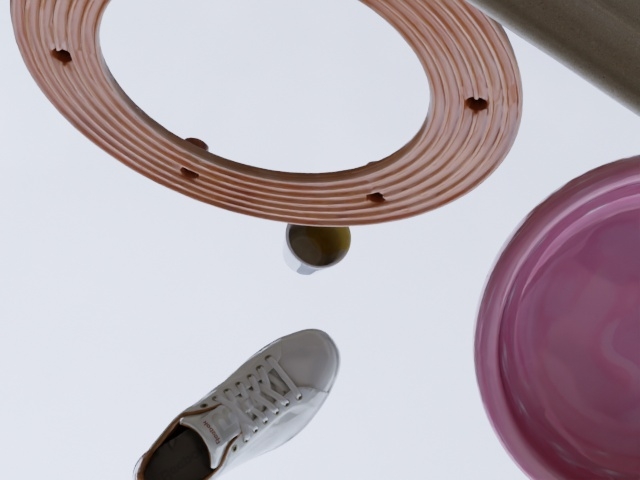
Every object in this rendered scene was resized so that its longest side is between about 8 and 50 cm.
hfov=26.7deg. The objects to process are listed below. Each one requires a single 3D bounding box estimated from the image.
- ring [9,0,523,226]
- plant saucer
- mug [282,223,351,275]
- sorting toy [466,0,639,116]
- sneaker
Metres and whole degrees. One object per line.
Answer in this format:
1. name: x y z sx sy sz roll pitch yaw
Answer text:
1. ring: -0.035 -0.114 0.877 0.336 0.336 0.032 18 -121 -9
2. plant saucer: 0.294 0.081 1.167 0.332 0.332 0.084 20 -166 -6
3. mug: -0.001 0.004 1.278 0.078 0.064 0.062 -7 -105 -16
4. sorting toy: 0.177 -0.154 0.623 0.347 0.196 0.047 35 -174 3
5. sneaker: -0.088 0.206 1.538 0.106 0.290 0.123 49 170 5
